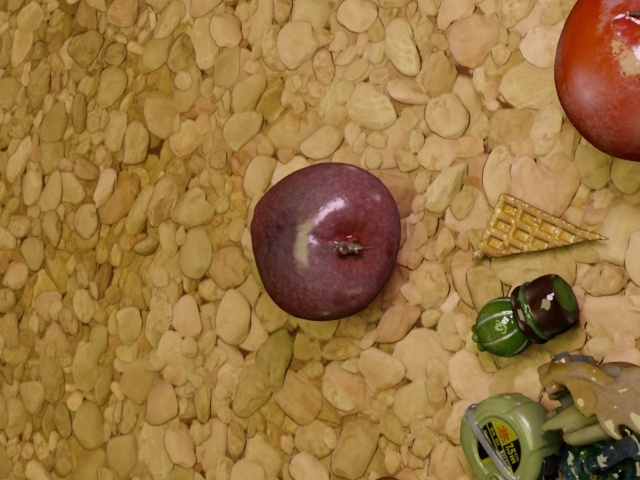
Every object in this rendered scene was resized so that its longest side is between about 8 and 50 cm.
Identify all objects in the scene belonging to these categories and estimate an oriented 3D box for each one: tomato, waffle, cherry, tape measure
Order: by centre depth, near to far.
[{"bbox_3d":[0.438,-0.226,1.461,0.265,0.265,0.265,-5,81,37],"label":"tomato"},{"bbox_3d":[0.280,0.301,1.615,0.154,0.087,0.177,-47,60,40],"label":"tape measure"},{"bbox_3d":[0.327,0.014,1.651,0.191,0.032,0.125,32,102,37],"label":"waffle"},{"bbox_3d":[0.000,0.000,1.794,0.307,0.221,0.261,16,86,51],"label":"cherry"}]

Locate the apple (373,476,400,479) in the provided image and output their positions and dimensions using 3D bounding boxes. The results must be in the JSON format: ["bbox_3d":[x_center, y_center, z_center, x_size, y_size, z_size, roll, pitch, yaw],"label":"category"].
[{"bbox_3d":[0.098,0.431,1.736,0.114,0.099,0.102,-43,63,22],"label":"apple"}]

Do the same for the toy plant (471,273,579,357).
[{"bbox_3d":[0.296,0.116,1.628,0.162,0.093,0.092,-33,66,33],"label":"toy plant"}]

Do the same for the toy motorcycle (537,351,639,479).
[{"bbox_3d":[0.458,0.180,1.446,0.410,0.169,0.237,-41,61,27],"label":"toy motorcycle"}]
